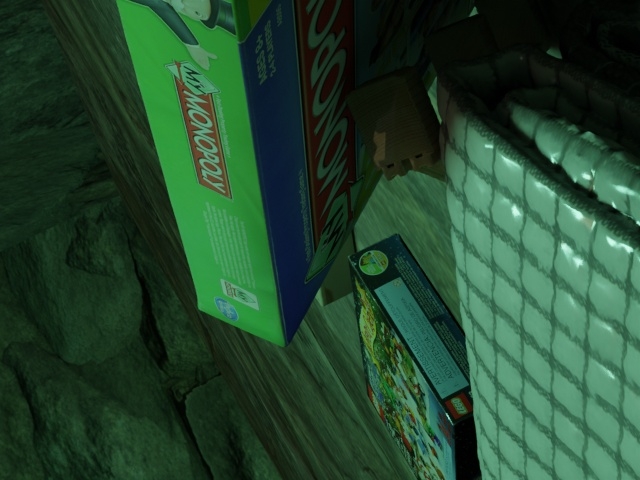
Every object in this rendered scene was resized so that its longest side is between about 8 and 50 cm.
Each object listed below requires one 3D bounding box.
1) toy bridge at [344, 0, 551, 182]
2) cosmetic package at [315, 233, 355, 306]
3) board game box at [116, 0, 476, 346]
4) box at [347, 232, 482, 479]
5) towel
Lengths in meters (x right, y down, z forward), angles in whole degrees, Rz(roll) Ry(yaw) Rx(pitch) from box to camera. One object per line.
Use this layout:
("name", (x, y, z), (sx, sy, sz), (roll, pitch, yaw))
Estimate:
("toy bridge", (0.064, -0.057, 0.586), (0.063, 0.026, 0.188), (66, -152, -10))
("cosmetic package", (0.000, 0.000, 1.280), (0.060, 0.041, 0.115), (57, 167, 34))
("board game box", (0.011, -0.115, 0.505), (0.046, 0.214, 0.317), (24, 159, 12))
("box", (0.084, 0.122, 1.149), (0.159, 0.044, 0.233), (57, 168, 31))
("towel", (0.157, 0.074, 0.455), (0.283, 0.121, 0.235), (44, 149, 50))
